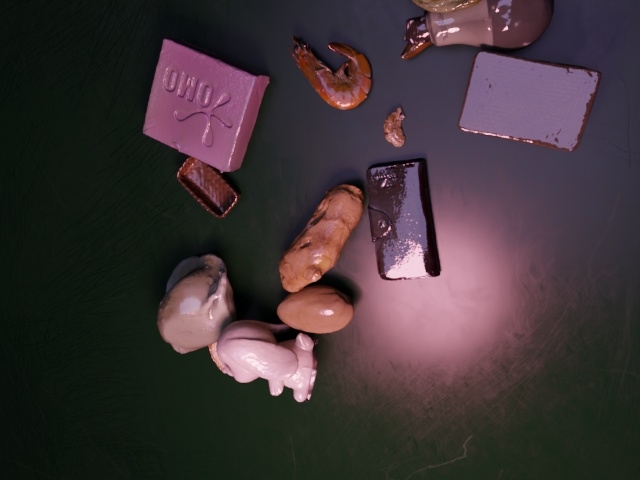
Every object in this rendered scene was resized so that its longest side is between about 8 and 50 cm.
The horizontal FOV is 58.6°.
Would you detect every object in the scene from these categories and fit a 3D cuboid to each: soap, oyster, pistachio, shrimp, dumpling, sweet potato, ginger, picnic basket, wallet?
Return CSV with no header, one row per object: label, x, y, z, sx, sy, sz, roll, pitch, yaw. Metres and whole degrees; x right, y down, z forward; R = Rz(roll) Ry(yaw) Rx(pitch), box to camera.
soap,-0.320,-0.372,1.578,0.296,0.107,0.286,24,113,12
oyster,0.196,-0.288,1.463,0.080,0.038,0.083,-40,88,21
pistachio,-0.013,0.194,1.611,0.225,0.136,0.136,-6,102,23
shrimp,0.023,-0.446,1.468,0.248,0.068,0.150,38,100,0
dumpling,-0.376,0.190,1.689,0.320,0.212,0.270,-26,92,12
sweet potato,0.286,-0.544,1.353,0.067,0.067,0.274,41,111,4
ginger,0.000,0.000,1.548,0.126,0.190,0.354,27,104,-20
picnic basket,-0.321,-0.160,1.659,0.193,0.055,0.110,45,112,3
wallet,0.215,-0.051,1.517,0.172,0.045,0.318,-5,101,18

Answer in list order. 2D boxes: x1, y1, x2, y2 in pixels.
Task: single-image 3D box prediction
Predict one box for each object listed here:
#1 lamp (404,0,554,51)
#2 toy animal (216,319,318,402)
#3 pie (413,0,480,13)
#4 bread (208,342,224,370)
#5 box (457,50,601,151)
lamp,0.349,-0.513,1.258,0.313,0.182,0.182,4,106,5
toy animal,-0.138,0.322,1.596,0.249,0.289,0.174,33,109,46
pie,0.310,-0.622,1.228,0.323,0.070,0.323,-19,55,29
bread,-0.278,0.345,1.788,0.126,0.044,0.129,-17,96,14
box,0.467,-0.325,1.308,0.273,0.143,0.184,14,108,13
